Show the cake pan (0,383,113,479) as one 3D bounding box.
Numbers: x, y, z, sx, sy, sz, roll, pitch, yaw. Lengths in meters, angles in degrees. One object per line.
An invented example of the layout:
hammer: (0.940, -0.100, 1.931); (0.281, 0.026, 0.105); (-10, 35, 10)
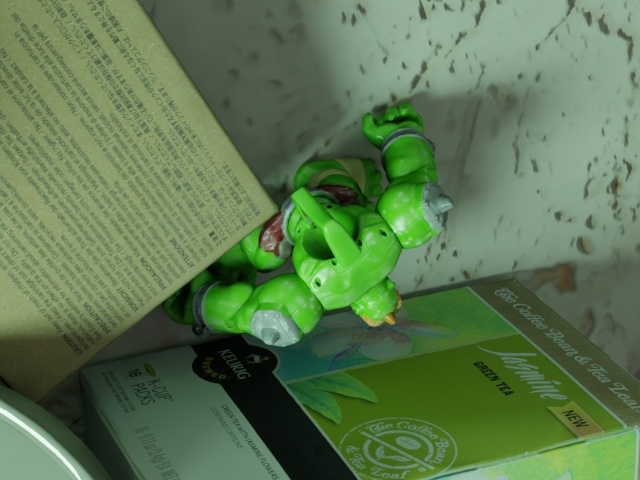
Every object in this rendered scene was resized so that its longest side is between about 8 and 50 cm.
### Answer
cake pan: (-0.226, 0.196, 0.958); (0.293, 0.054, 0.293); (5, 110, 13)

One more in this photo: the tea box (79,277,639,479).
tea box: (0.037, 0.237, 1.081); (0.323, 0.220, 0.329); (-12, 117, -20)

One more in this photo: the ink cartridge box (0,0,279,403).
ink cartridge box: (-0.161, -0.049, 0.921); (0.193, 0.088, 0.234); (-37, 133, -5)

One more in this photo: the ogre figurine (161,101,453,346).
ogre figurine: (0.000, 0.000, 1.020); (0.197, 0.118, 0.097); (-21, 119, -15)
